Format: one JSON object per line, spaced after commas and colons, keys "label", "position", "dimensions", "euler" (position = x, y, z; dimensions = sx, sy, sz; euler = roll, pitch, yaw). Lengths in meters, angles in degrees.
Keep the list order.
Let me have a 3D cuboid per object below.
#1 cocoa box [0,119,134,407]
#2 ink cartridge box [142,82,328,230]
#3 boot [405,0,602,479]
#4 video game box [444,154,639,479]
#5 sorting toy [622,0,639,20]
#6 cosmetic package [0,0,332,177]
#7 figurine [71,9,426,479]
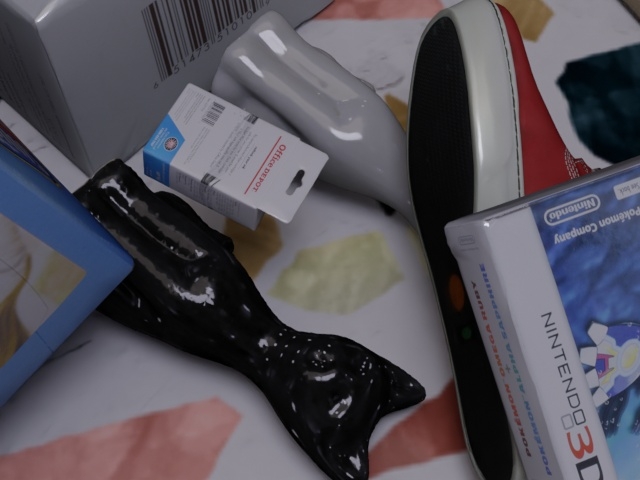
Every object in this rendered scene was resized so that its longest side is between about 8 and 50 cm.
{"label": "cocoa box", "position": [-0.306, 0.034, 0.565], "dimensions": [0.347, 0.231, 0.228], "euler": [-47, 65, -3]}
{"label": "ink cartridge box", "position": [-0.043, -0.039, 0.654], "dimensions": [0.083, 0.028, 0.048], "euler": [28, 65, 6]}
{"label": "boot", "position": [0.145, -0.008, 0.644], "dimensions": [0.176, 0.088, 0.244], "euler": [-9, 86, -16]}
{"label": "video game box", "position": [0.179, 0.049, 0.584], "dimensions": [0.205, 0.048, 0.187], "euler": [-19, 95, -18]}
{"label": "sorting toy", "position": [0.261, -0.255, 0.857], "dimensions": [0.229, 0.041, 0.307], "euler": [-29, 61, -7]}
{"label": "cosmetic package", "position": [-0.200, -0.245, 0.819], "dimensions": [0.217, 0.156, 0.385], "euler": [-40, 63, -18]}
{"label": "figurine", "position": [0.000, 0.000, 0.701], "dimensions": [0.209, 0.092, 0.215], "euler": [36, 67, 15]}
